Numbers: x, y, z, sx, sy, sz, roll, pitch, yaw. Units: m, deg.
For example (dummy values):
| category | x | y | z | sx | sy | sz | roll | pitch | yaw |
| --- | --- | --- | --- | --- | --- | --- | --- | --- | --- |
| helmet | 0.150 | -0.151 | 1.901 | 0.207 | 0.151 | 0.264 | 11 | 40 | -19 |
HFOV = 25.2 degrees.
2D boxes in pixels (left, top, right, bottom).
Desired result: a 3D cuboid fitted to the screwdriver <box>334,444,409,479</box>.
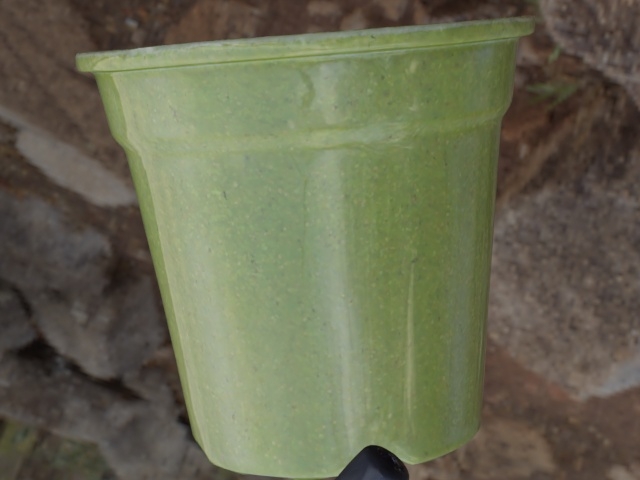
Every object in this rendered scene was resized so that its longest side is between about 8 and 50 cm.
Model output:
| category | x | y | z | sx | sy | sz | roll | pitch | yaw |
| --- | --- | --- | --- | --- | --- | --- | --- | --- | --- |
| screwdriver | -0.022 | 0.140 | 0.493 | 0.025 | 0.170 | 0.024 | 35 | -166 | 12 |

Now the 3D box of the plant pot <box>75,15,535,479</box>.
| category | x | y | z | sx | sy | sz | roll | pitch | yaw |
| --- | --- | --- | --- | --- | --- | --- | --- | --- | --- |
| plant pot | 0.000 | 0.000 | 0.875 | 0.276 | 0.254 | 0.276 | -4 | -171 | 1 |
